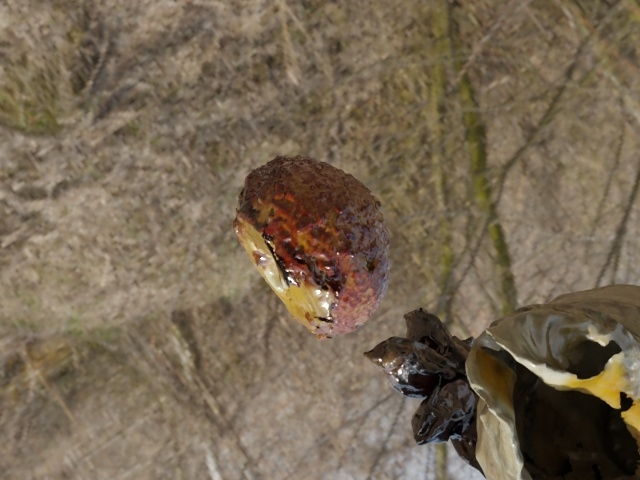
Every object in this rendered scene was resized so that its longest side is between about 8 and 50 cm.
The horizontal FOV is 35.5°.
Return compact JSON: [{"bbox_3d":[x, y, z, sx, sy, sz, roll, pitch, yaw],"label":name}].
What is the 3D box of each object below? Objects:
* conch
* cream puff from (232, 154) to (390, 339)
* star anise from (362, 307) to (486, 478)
[{"bbox_3d":[0.216,0.157,0.831,0.324,0.263,0.186,15,153,-30],"label":"conch"},{"bbox_3d":[-0.003,-0.004,1.697,0.229,0.350,0.350,-36,174,-13],"label":"cream puff"},{"bbox_3d":[0.163,0.181,1.265,0.099,0.220,0.214,-53,180,29],"label":"star anise"}]
